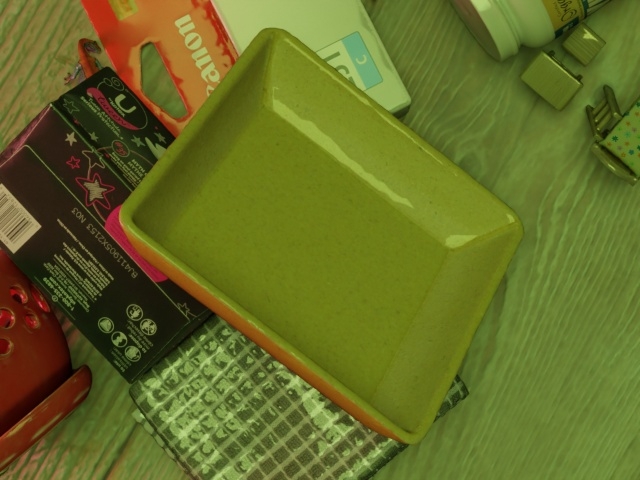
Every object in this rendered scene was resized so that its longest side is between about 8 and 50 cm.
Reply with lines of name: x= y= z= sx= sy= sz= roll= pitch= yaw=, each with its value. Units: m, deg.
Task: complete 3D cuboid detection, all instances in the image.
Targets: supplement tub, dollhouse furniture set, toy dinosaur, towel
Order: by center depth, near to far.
dollhouse furniture set: x=0.312 y=-0.178 z=1.591 sx=0.161 sy=0.101 sz=0.182 roll=41 pitch=112 yaw=5
towel: x=-0.027 y=0.155 z=1.609 sx=0.283 sy=0.121 sz=0.235 roll=-41 pitch=85 yaw=0
supplement tub: x=0.229 y=-0.283 z=1.610 sx=0.199 sy=0.144 sz=0.144 roll=-35 pitch=86 yaw=1
toy dinosaur: x=-0.232 y=-0.178 z=1.665 sx=0.047 sy=0.090 sz=0.082 roll=-8 pitch=77 yaw=-25

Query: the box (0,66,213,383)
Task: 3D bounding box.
box: x=-0.198 y=-0.016 z=1.579 sx=0.247 sy=0.142 sz=0.163 roll=47 pitch=117 yaw=-3

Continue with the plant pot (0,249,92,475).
plant pot: x=-0.332 y=0.130 z=1.595 sx=0.191 sy=0.191 sz=0.174 roll=-41 pitch=94 yaw=0

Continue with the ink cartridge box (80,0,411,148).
ink cartridge box: x=-0.086 y=-0.209 z=1.660 sx=0.261 sy=0.066 sz=0.296 roll=-27 pitch=86 yaw=0

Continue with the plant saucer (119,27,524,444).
plant saucer: x=0.000 y=0.000 z=1.515 sx=0.333 sy=0.081 sz=0.333 roll=38 pitch=46 yaw=-6
